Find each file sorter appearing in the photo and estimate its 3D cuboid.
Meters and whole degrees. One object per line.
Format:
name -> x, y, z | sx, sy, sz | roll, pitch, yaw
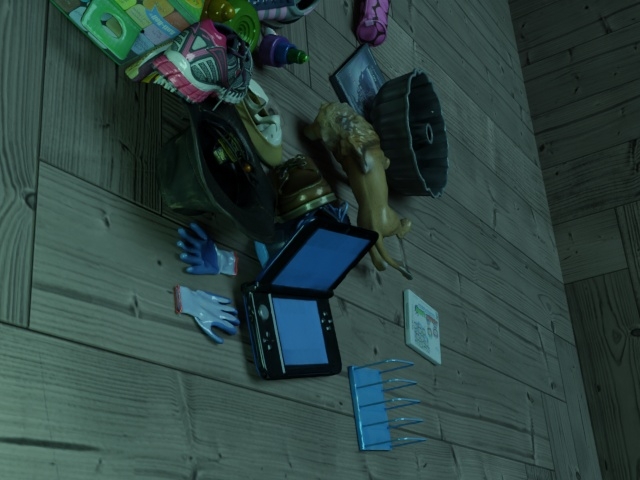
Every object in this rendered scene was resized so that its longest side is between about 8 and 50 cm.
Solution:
file sorter -> 0.140, 0.336, 1.796 | 0.118, 0.104, 0.170 | 20, 57, -54

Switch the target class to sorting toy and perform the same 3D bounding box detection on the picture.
sorting toy -> -0.138, -0.398, 1.670 | 0.365, 0.126, 0.127 | 14, 95, -57

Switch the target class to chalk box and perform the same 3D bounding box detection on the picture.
chalk box -> -0.297, -0.416, 1.390 | 0.180, 0.179, 0.289 | 44, 39, -39

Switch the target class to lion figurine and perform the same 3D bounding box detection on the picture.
lion figurine -> 0.103, -0.110, 1.909 | 0.392, 0.142, 0.240 | 66, 9, 20

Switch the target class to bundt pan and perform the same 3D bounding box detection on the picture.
bundt pan -> 0.220, -0.262, 2.223 | 0.331, 0.124, 0.330 | 26, 61, -61

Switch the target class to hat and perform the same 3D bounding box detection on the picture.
hat -> -0.193, -0.115, 1.448 | 0.331, 0.134, 0.331 | 60, 15, -27

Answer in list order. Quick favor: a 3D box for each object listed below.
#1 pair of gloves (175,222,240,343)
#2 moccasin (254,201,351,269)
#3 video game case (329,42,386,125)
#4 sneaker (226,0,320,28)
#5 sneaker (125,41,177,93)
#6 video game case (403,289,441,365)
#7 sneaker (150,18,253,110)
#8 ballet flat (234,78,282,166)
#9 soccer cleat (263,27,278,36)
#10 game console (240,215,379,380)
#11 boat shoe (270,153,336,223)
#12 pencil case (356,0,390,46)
pair of gloves -> -0.186, 0.072, 1.467 | 0.159, 0.023, 0.198 | 28, 50, -51
moccasin -> 0.000, 0.000, 1.730 | 0.342, 0.117, 0.137 | -32, 102, -63
video game case -> 0.116, -0.376, 2.248 | 0.196, 0.026, 0.274 | 61, 29, -18
sneaker -> -0.111, -0.513, 1.819 | 0.319, 0.131, 0.112 | -25, 97, -61
sneaker -> -0.257, -0.288, 1.501 | 0.084, 0.069, 0.185 | 60, 31, -11
video game case -> 0.249, 0.213, 2.144 | 0.157, 0.019, 0.143 | 38, 43, -46
sneaker -> -0.157, -0.287, 1.402 | 0.121, 0.112, 0.299 | 46, 16, -3
ballet flat -> -0.122, -0.240, 1.704 | 0.232, 0.073, 0.080 | 54, 33, -29
soccer cleat -> -0.100, -0.418, 1.893 | 0.083, 0.029, 0.035 | 66, 25, -20
game console -> 0.005, 0.112, 1.607 | 0.293, 0.173, 0.250 | 11, 64, -60
boat shoe -> -0.049, -0.101, 1.628 | 0.307, 0.111, 0.104 | -161, -130, -80
pencil case -> 0.141, -0.621, 2.368 | 0.098, 0.095, 0.209 | 86, 7, -53
